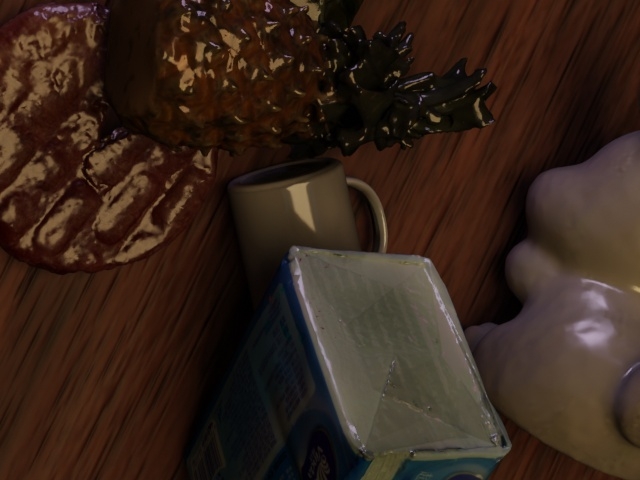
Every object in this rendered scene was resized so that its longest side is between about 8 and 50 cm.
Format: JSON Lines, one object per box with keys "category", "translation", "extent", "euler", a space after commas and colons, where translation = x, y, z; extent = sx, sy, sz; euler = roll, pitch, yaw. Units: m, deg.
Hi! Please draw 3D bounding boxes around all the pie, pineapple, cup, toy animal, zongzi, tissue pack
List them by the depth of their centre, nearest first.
{"category": "tissue pack", "translation": [0.011, 0.161, 1.359], "extent": [0.146, 0.198, 0.263], "euler": [3, 137, -27]}
{"category": "pineapple", "translation": [-0.013, -0.123, 1.372], "extent": [0.310, 0.170, 0.141], "euler": [7, 62, -30]}
{"category": "pie", "translation": [-0.190, -0.079, 1.392], "extent": [0.204, 0.054, 0.219], "euler": [-37, 110, -15]}
{"category": "zongzi", "translation": [0.013, -0.177, 1.461], "extent": [0.119, 0.055, 0.109], "euler": [-16, 110, -17]}
{"category": "cup", "translation": [-0.010, 0.002, 1.463], "extent": [0.099, 0.136, 0.133], "euler": [-9, 102, 21]}
{"category": "toy animal", "translation": [0.284, 0.016, 1.499], "extent": [0.196, 0.241, 0.368], "euler": [25, 86, -25]}
